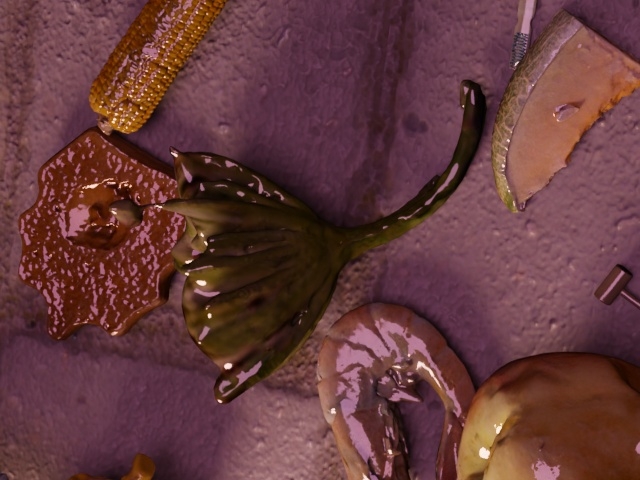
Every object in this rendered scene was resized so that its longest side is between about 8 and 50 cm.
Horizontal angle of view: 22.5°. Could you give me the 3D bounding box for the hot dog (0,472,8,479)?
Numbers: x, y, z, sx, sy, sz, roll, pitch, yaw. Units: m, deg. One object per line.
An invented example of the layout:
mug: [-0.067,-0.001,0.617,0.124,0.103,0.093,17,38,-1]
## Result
hot dog: [-0.395,0.331,1.603,0.270,0.082,0.163,-44,71,18]

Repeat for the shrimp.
shrimp: [0.086,0.180,1.527,0.145,0.059,0.254,-22,83,10]

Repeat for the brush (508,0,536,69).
brush: [0.186,-0.198,1.478,0.016,0.013,0.084,11,97,20]

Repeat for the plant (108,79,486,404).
plant: [0.005,0.013,1.484,0.333,0.180,0.251,-10,114,11]

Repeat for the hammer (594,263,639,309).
hammer: [0.303,0.068,1.461,0.110,0.019,0.035,37,106,10]

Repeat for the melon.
melon: [0.204,-0.115,1.465,0.098,0.054,0.182,37,107,-11]

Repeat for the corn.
corn: [-0.158,-0.190,1.567,0.068,0.068,0.207,39,106,12]

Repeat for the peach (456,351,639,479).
peach: [0.240,0.206,1.396,0.235,0.214,0.214,9,99,-2]

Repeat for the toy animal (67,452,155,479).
toy animal: [-0.227,0.319,1.602,0.156,0.156,0.230,41,103,11]

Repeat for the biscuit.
biscuit: [-0.221,0.006,1.623,0.182,0.034,0.215,30,102,12]
